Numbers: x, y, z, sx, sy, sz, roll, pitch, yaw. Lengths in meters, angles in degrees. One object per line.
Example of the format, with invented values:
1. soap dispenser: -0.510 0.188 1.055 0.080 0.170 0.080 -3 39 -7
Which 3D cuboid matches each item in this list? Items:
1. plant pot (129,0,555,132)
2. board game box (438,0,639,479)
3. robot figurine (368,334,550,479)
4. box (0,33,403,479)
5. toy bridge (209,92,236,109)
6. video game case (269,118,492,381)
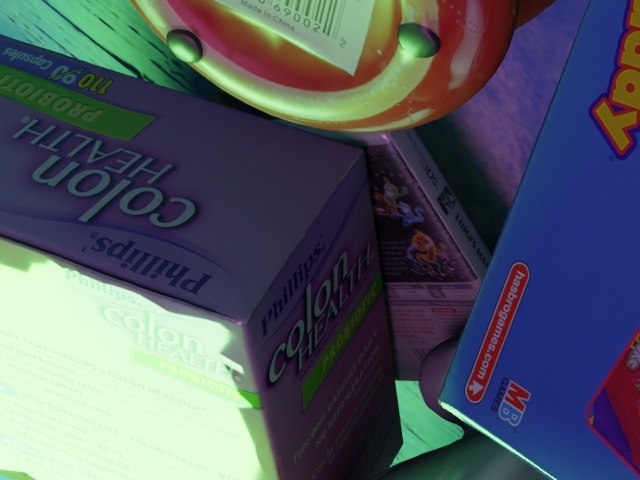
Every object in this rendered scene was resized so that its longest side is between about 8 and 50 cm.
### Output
1. plant pot: 0.022 -0.150 0.683 0.191 0.174 0.191 21 142 18
2. board game box: 0.191 -0.052 0.511 0.233 0.078 0.347 34 113 38
3. robot figurine: 0.102 0.183 0.868 0.200 0.300 0.353 -1 166 -19
4. box: -0.085 0.043 0.968 0.213 0.117 0.243 19 145 23
5. toy bridge: 0.000 0.000 1.012 0.188 0.026 0.063 39 146 -6
6. video game case: 0.006 0.008 0.972 0.190 0.022 0.173 -1 134 43
